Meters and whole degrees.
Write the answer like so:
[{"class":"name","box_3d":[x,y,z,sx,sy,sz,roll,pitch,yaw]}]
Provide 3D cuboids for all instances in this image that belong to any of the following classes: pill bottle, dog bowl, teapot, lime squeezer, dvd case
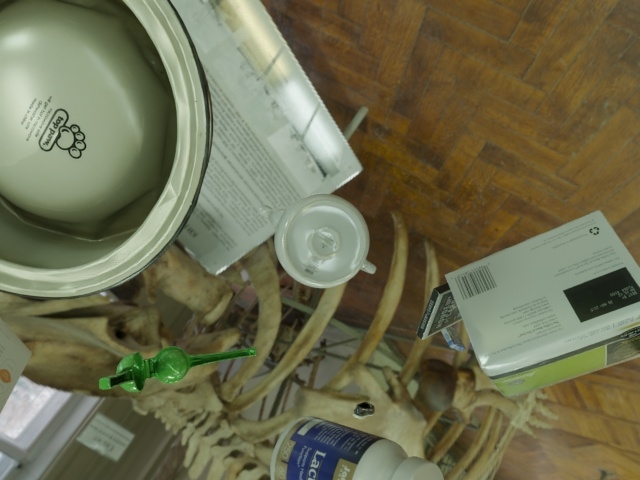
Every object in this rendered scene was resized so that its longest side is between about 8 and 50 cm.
[{"class":"pill bottle","box_3d":[0.056,0.392,0.800,0.264,0.153,0.153,-3,137,43]},{"class":"dog bowl","box_3d":[-0.311,-0.147,0.576,0.408,0.408,0.150,36,-166,-6]},{"class":"teapot","box_3d":[0.000,0.000,1.258,0.187,0.252,0.256,-165,59,-79]},{"class":"lime squeezer","box_3d":[-0.227,0.182,0.729,0.110,0.059,0.310,-29,163,22]},{"class":"dvd case","box_3d":[0.376,0.164,1.338,0.029,0.238,0.179,45,140,37]}]

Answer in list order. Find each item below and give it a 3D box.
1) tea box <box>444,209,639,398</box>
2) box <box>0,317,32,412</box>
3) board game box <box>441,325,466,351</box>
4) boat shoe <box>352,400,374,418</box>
[{"class":"tea box","box_3d":[0.487,0.157,1.038,0.329,0.220,0.323,-25,143,15]},{"class":"box","box_3d":[-0.738,0.297,0.906,0.168,0.345,0.215,-6,131,5]},{"class":"board game box","box_3d":[0.407,0.296,1.520,0.090,0.020,0.090,28,-151,-46]},{"class":"boat shoe","box_3d":[0.140,0.526,1.532,0.046,0.038,0.125,18,-177,33]}]
